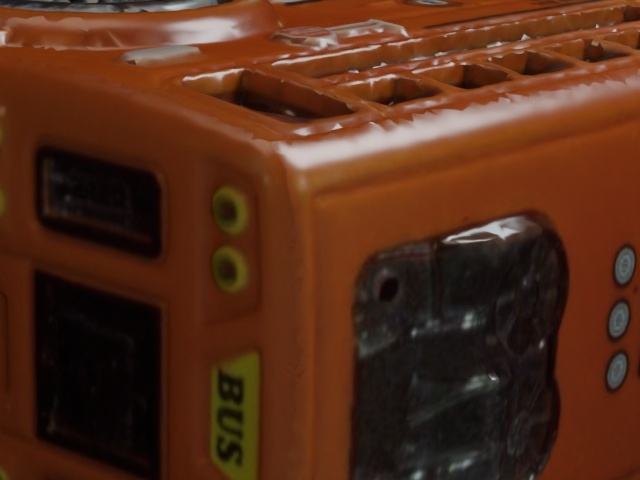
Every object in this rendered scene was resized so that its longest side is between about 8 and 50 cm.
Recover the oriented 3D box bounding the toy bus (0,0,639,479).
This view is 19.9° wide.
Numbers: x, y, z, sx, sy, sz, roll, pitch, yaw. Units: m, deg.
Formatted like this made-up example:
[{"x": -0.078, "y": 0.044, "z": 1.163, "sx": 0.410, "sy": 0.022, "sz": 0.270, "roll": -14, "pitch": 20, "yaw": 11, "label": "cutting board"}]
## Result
[{"x": 0.050, "y": -0.005, "z": 0.487, "sx": 0.153, "sy": 0.143, "sz": 0.329, "roll": 14, "pitch": 19, "yaw": 39, "label": "toy bus"}]
